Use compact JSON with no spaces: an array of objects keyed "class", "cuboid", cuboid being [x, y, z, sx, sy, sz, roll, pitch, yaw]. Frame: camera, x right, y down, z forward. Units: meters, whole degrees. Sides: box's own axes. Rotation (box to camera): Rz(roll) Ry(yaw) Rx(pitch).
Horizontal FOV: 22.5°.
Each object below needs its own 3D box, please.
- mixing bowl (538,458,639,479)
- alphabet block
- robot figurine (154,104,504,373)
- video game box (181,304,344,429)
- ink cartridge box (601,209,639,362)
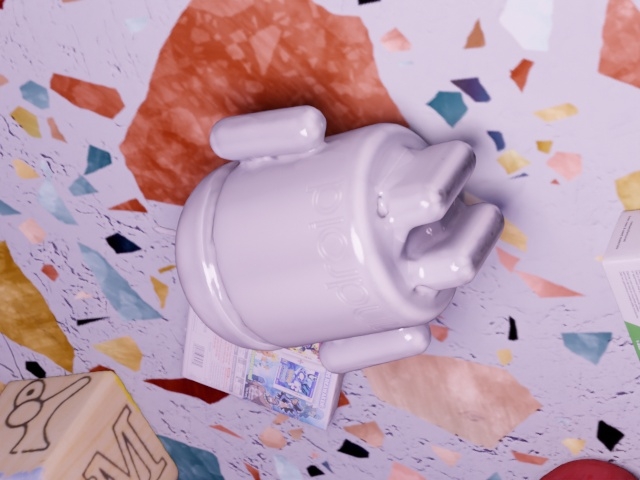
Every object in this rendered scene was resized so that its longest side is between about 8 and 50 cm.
[{"class":"mixing bowl","cuboid":[0.303,0.309,1.786,0.181,0.098,0.181,15,133,16]},{"class":"alphabet block","cuboid":[-0.328,0.302,2.027,0.192,0.197,0.193,-7,124,32]},{"class":"robot figurine","cuboid":[0.000,0.000,1.598,0.353,0.200,0.300,-13,111,34]},{"class":"video game box","cuboid":[-0.059,0.107,1.829,0.187,0.048,0.205,22,135,11]},{"class":"ink cartridge box","cuboid":[0.392,0.043,1.519,0.208,0.087,0.153,-6,124,31]}]
